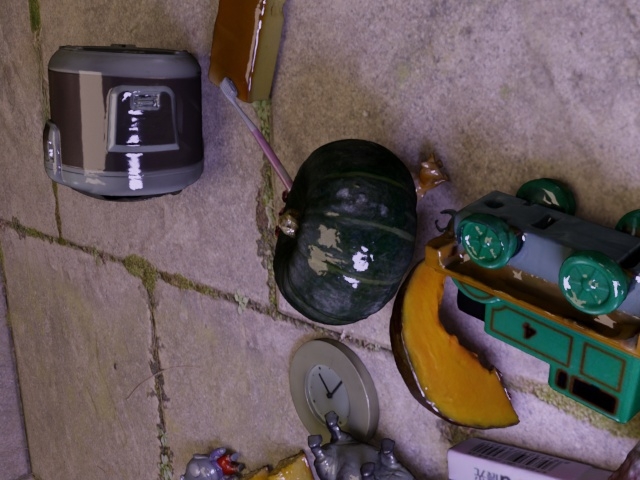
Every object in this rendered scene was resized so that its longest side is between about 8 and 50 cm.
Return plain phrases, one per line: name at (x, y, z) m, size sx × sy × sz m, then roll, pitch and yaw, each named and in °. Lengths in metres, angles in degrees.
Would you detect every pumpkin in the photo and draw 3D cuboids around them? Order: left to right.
pumpkin at (0.029, -0.011, 1.168) m, size 0.300 × 0.207 × 0.300 m, roll -170°, pitch 90°, yaw -76°
pumpkin at (0.166, 0.183, 1.175) m, size 0.169 × 0.148 × 0.312 m, roll -17°, pitch 97°, yaw 64°

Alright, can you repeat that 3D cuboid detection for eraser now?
eraser at (0.335, 0.398, 1.135) m, size 0.287 × 0.086 × 0.130 m, roll 0°, pitch 100°, yaw 46°

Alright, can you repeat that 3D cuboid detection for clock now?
clock at (0.023, 0.309, 1.484) m, size 0.235 × 0.029 × 0.235 m, roll 15°, pitch 111°, yaw 45°

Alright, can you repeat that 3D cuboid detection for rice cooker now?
rice cooker at (-0.408, -0.241, 1.559) m, size 0.335 × 0.335 × 0.325 m, roll 19°, pitch 113°, yaw 42°

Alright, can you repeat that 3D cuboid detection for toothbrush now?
toothbrush at (-0.112, -0.191, 1.397) m, size 0.286 × 0.020 × 0.025 m, roll 57°, pitch 138°, yaw 10°

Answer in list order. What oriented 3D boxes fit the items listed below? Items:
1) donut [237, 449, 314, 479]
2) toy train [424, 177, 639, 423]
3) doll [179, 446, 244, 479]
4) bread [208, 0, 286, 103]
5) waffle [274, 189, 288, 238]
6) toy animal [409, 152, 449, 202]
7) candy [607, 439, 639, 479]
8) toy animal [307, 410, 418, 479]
donut at (-0.092, 0.573, 1.636) m, size 0.259 × 0.101 × 0.152 m, roll -36°, pitch 80°, yaw 41°
toy train at (0.327, 0.072, 1.001) m, size 0.429 × 0.178 × 0.249 m, roll 25°, pitch 130°, yaw 41°
doll at (-0.277, 0.571, 1.839) m, size 0.227 × 0.075 × 0.102 m, roll -24°, pitch 93°, yaw 35°
bread at (-0.126, -0.452, 1.386) m, size 0.138 × 0.077 × 0.361 m, roll 36°, pitch 125°, yaw 35°
waffle at (0.000, 0.000, 1.401) m, size 0.234 × 0.055 × 0.221 m, roll 10°, pitch 105°, yaw 40°
toy animal at (0.160, -0.097, 1.193) m, size 0.083 × 0.081 × 0.061 m, roll -29°, pitch 75°, yaw 28°
candy at (0.469, 0.367, 0.881) m, size 0.290 × 0.214 × 0.157 m, roll -110°, pitch 33°, yaw -43°
toy animal at (0.123, 0.439, 1.314) m, size 0.343 × 0.106 × 0.168 m, roll 26°, pitch 143°, yaw 31°
